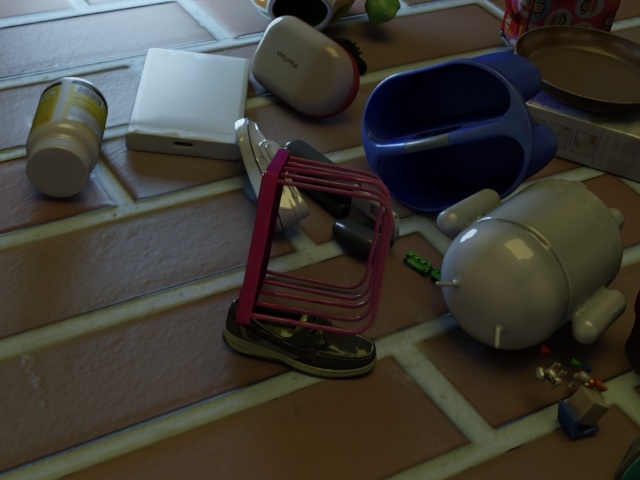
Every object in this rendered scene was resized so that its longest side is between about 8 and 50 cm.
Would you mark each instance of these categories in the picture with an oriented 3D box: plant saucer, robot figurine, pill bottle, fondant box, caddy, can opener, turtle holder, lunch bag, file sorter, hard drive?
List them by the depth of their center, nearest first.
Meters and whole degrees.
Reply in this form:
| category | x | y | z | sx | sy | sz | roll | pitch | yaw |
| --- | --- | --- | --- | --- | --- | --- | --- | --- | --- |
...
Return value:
| category | x | y | z | sx | sy | sz | roll | pitch | yaw |
| --- | --- | --- | --- | --- | --- | --- | --- | --- | --- |
| file sorter | 0.000 | 0.000 | 1.555 | 0.182 | 0.202 | 0.290 | 11 | 11 | 0 |
| robot figurine | 0.316 | 0.034 | 1.662 | 0.300 | 0.200 | 0.353 | 37 | 45 | 22 |
| can opener | 0.019 | -0.071 | 1.838 | 0.095 | 0.076 | 0.283 | -23 | 47 | -36 |
| pill bottle | -0.423 | -0.171 | 1.839 | 0.119 | 0.119 | 0.208 | 5 | 38 | -6 |
| caddy | 0.224 | -0.179 | 1.843 | 0.341 | 0.241 | 0.179 | -8 | 11 | 44 |
| hard drive | -0.239 | -0.258 | 2.054 | 0.203 | 0.040 | 0.307 | 6 | 38 | -4 |
| plant saucer | 0.524 | -0.327 | 2.143 | 0.310 | 0.050 | 0.310 | 7 | 37 | -5 |
| fondant box | 0.507 | -0.253 | 2.161 | 0.330 | 0.096 | 0.238 | 18 | 38 | 13 |
| lunch bag | 0.505 | -0.518 | 2.343 | 0.258 | 0.293 | 0.120 | -6 | 45 | -20 |
| turtle holder | -0.015 | -0.544 | 2.352 | 0.320 | 0.243 | 0.227 | 34 | 42 | -35 |

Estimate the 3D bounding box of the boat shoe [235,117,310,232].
| category | x | y | z | sx | sy | sz | roll | pitch | yaw |
| --- | --- | --- | --- | --- | --- | --- | --- | --- | --- |
| boat shoe | -0.079 | -0.116 | 1.854 | 0.084 | 0.095 | 0.258 | -20 | 53 | -1 |

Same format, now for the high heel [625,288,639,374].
| category | x | y | z | sx | sy | sz | roll | pitch | yaw |
| --- | --- | --- | --- | --- | --- | --- | --- | --- | --- |
| high heel | 0.535 | 0.194 | 1.517 | 0.127 | 0.181 | 0.377 | -6 | 40 | -19 |

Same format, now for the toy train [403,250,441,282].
| category | x | y | z | sx | sy | sz | roll | pitch | yaw |
| --- | --- | --- | --- | --- | --- | --- | --- | --- | --- |
| toy train | 0.167 | 0.044 | 1.769 | 0.083 | 0.017 | 0.024 | 33 | 54 | 28 |

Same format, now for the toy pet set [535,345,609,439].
| category | x | y | z | sx | sy | sz | roll | pitch | yaw |
| --- | --- | --- | --- | --- | --- | --- | --- | --- | --- |
| toy pet set | 0.353 | 0.220 | 1.557 | 0.122 | 0.065 | 0.114 | 23 | 24 | -39 |

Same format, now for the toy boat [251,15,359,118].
| category | x | y | z | sx | sy | sz | roll | pitch | yaw |
| --- | --- | --- | --- | --- | --- | --- | --- | --- | --- |
| toy boat | -0.013 | -0.326 | 2.135 | 0.231 | 0.151 | 0.151 | 39 | 17 | 33 |

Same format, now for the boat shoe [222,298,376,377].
| category | x | y | z | sx | sy | sz | roll | pitch | yaw |
| --- | --- | --- | --- | --- | --- | --- | --- | --- | --- |
| boat shoe | -0.028 | 0.134 | 1.565 | 0.223 | 0.073 | 0.080 | 12 | 38 | 4 |

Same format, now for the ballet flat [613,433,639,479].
| category | x | y | z | sx | sy | sz | roll | pitch | yaw |
| --- | --- | --- | --- | --- | --- | --- | --- | --- | --- |
| ballet flat | 0.471 | 0.253 | 1.464 | 0.213 | 0.072 | 0.068 | -38 | 29 | 6 |

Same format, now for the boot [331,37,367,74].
| category | x | y | z | sx | sy | sz | roll | pitch | yaw |
| --- | --- | --- | --- | --- | --- | --- | --- | --- | --- |
| boot | 0.032 | -0.379 | 2.263 | 0.121 | 0.045 | 0.099 | -1 | 40 | -24 |
